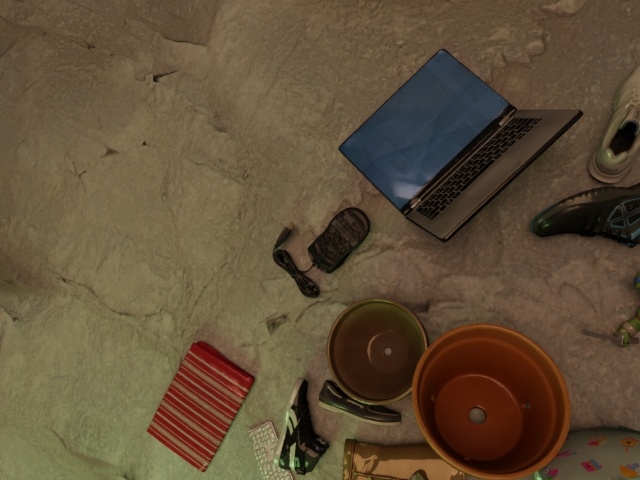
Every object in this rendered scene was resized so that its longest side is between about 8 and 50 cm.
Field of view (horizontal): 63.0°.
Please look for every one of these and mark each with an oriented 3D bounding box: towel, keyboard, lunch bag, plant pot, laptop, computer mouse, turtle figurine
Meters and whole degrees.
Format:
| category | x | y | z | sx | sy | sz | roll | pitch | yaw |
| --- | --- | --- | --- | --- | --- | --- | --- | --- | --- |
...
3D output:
| category | x | y | z | sx | sy | sz | roll | pitch | yaw |
| --- | --- | --- | --- | --- | --- | --- | --- | --- | --- |
| towel | -0.309 | 0.423 | 1.348 | 0.198 | 0.031 | 0.275 | 28 | 90 | 16 |
| keyboard | -0.105 | 0.578 | 1.271 | 0.072 | 0.014 | 0.256 | -27 | 74 | 9 |
| lunch bag | 0.526 | 0.453 | 0.993 | 0.223 | 0.262 | 0.160 | -16 | 76 | 11 |
| plant pot | 0.142 | 0.256 | 1.207 | 0.237 | 0.109 | 0.238 | -7 | 73 | 23 |
| laptop | 0.287 | -0.247 | 1.216 | 0.382 | 0.408 | 0.236 | -44 | 106 | 4 |
| computer mouse | 0.000 | 0.000 | 1.334 | 0.184 | 0.060 | 0.262 | 42 | 104 | 14 |
| plant pot | 0.333 | 0.341 | 1.072 | 0.290 | 0.203 | 0.291 | -4 | 61 | 7 |
| turtle figurine | 0.692 | 0.204 | 1.036 | 0.266 | 0.274 | 0.198 | 51 | 129 | 14 |

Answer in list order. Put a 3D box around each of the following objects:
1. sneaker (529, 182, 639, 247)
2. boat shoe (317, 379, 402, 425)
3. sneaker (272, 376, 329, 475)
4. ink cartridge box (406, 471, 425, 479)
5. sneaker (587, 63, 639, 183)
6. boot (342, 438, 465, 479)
| category | x | y | z | sx | sy | sz | roll | pitch | yaw |
| --- | --- | --- | --- | --- | --- | --- | --- | --- | --- |
| sneaker | 0.639 | -0.048 | 1.133 | 0.340 | 0.125 | 0.140 | -15 | 81 | 14 |
| boat shoe | 0.093 | 0.380 | 1.224 | 0.205 | 0.075 | 0.065 | 10 | 85 | 21 |
| sneaker | -0.029 | 0.447 | 1.249 | 0.121 | 0.079 | 0.217 | 14 | 88 | 11 |
| ink cartridge box | 0.214 | 0.630 | 1.102 | 0.171 | 0.056 | 0.235 | -39 | 95 | 8 |
| sneaker | 0.701 | -0.274 | 1.157 | 0.110 | 0.129 | 0.297 | 21 | 84 | 20 |
| boot | 0.181 | 0.565 | 1.158 | 0.269 | 0.089 | 0.236 | 2 | 86 | 12 |
